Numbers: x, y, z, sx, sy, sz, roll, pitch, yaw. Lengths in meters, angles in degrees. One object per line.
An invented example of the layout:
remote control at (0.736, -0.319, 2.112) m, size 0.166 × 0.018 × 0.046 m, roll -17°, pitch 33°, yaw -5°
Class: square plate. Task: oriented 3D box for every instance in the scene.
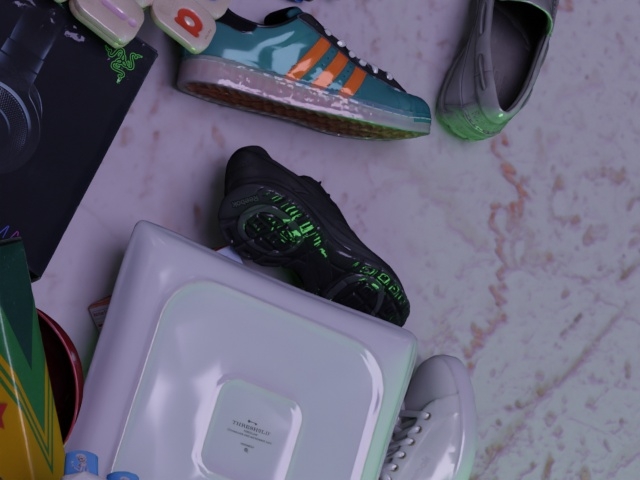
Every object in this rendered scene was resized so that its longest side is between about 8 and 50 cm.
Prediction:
square plate at (-0.075, 0.196, 1.684) m, size 0.347 × 0.049 × 0.344 m, roll 24°, pitch 72°, yaw -24°

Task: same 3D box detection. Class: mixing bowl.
mixing bowl at (-0.293, 0.133, 1.594) m, size 0.098 × 0.181 × 0.181 m, roll -16°, pitch 91°, yaw -74°

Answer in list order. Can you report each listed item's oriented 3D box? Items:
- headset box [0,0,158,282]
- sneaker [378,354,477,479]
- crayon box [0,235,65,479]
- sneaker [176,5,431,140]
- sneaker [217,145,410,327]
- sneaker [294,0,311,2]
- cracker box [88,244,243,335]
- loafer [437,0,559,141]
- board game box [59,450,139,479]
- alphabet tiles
headset box at (-0.325, -0.135, 1.619) m, size 0.246 × 0.131 × 0.283 m, roll 35°, pitch 66°, yaw -22°
sneaker at (0.084, 0.252, 1.814) m, size 0.123 × 0.106 × 0.290 m, roll 21°, pitch 73°, yaw -29°
crayon box at (-0.338, 0.172, 1.517) m, size 0.081 × 0.202 × 0.318 m, roll -21°, pitch 100°, yaw -75°
sneaker at (-0.005, -0.189, 1.830) m, size 0.302 × 0.108 × 0.121 m, roll 14°, pitch 80°, yaw -27°
sneaker at (0.000, 0.000, 1.804) m, size 0.286 × 0.109 × 0.130 m, roll 47°, pitch 21°, yaw -35°
sneaker at (-0.029, -0.294, 1.865) m, size 0.144 × 0.053 × 0.059 m, roll -5°, pitch 87°, yaw -30°
cracker box at (-0.118, 0.139, 1.736) m, size 0.156 × 0.067 × 0.232 m, roll -25°, pitch 96°, yaw -31°
loafer at (0.233, -0.264, 1.980) m, size 0.112 × 0.111 × 0.319 m, roll 26°, pitch 70°, yaw -25°
board game box at (-0.152, 0.382, 1.532) m, size 0.390 × 0.390 × 0.050 m, roll 26°, pitch 30°, yaw -25°
alphabet tiles at (-0.203, -0.315, 1.682) m, size 0.278 × 0.021 × 0.284 m, roll 37°, pitch 43°, yaw -17°
